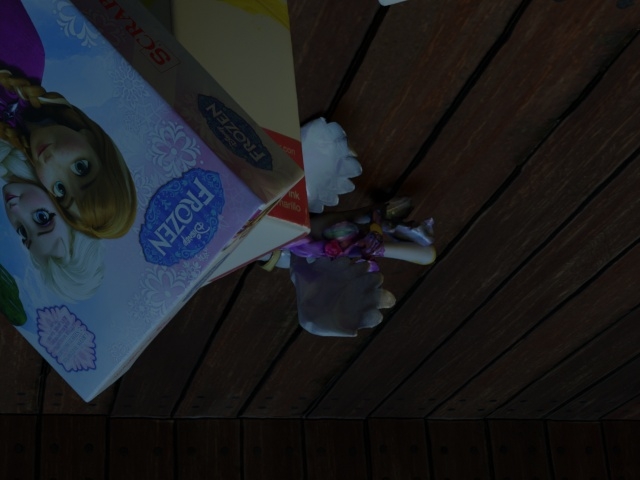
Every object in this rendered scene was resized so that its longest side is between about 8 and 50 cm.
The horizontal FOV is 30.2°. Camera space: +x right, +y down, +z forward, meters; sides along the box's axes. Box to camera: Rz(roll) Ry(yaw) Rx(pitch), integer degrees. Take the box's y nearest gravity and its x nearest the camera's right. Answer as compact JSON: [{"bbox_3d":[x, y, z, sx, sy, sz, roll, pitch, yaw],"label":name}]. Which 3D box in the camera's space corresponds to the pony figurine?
[{"bbox_3d":[0.000,0.000,1.745,0.351,0.303,0.363,-14,171,43],"label":"pony figurine"}]

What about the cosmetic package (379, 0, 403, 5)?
[{"bbox_3d":[0.227,-0.373,1.005,0.453,0.162,0.230,-11,155,18],"label":"cosmetic package"}]

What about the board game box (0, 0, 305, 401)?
[{"bbox_3d":[-0.217,-0.066,0.973,0.319,0.318,0.066,-46,177,41],"label":"board game box"}]

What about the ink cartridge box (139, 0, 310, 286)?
[{"bbox_3d":[-0.169,-0.153,1.174,0.160,0.385,0.279,14,151,-41],"label":"ink cartridge box"}]
